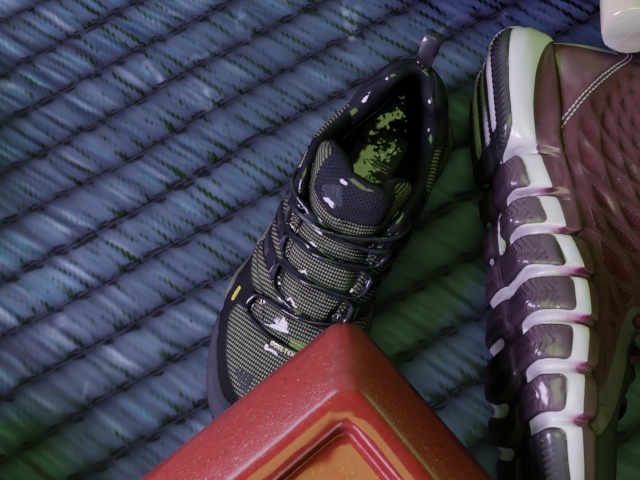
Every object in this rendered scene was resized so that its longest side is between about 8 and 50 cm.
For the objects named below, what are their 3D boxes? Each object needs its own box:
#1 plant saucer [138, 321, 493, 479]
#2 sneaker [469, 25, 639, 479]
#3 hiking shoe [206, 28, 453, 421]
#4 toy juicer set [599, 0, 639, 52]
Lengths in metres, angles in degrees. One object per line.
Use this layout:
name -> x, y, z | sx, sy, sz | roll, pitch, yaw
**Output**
plant saucer -> -0.003, 0.198, 0.331 | 0.259, 0.047, 0.258 | -38, 78, -14
sneaker -> 0.168, 0.022, 0.443 | 0.163, 0.106, 0.281 | 0, 76, -3
hiking shoe -> 0.000, 0.000, 0.452 | 0.086, 0.114, 0.226 | 23, 77, 10
toy juicer set -> 0.264, -0.103, 0.464 | 0.329, 0.089, 0.209 | 23, 59, 19
